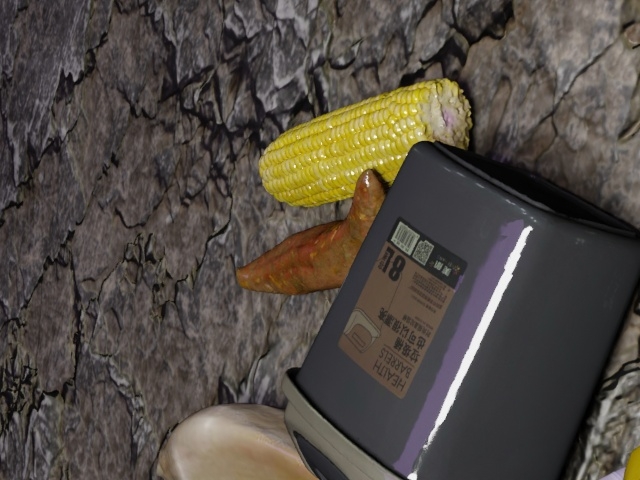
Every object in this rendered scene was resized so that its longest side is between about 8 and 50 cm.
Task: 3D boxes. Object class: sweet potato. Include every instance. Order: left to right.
[{"bbox_3d":[0.009,0.006,1.469,0.058,0.078,0.255,-52,10,-32],"label":"sweet potato"}]

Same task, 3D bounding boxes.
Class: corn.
[{"bbox_3d":[0.036,-0.079,1.435,0.248,0.081,0.081,-15,71,53],"label":"corn"}]

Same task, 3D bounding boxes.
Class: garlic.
[{"bbox_3d":[-0.026,0.215,1.438,0.318,0.112,0.143,22,124,48],"label":"garlic"}]

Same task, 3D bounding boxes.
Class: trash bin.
[{"bbox_3d":[0.099,0.090,1.230,0.209,0.182,0.290,39,109,52],"label":"trash bin"}]

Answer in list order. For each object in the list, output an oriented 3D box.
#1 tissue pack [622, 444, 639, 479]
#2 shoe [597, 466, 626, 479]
[{"bbox_3d":[0.248,0.235,0.942,0.192,0.134,0.270,-34,32,48],"label":"tissue pack"},{"bbox_3d":[0.174,0.247,1.157,0.095,0.137,0.245,34,148,9],"label":"shoe"}]
